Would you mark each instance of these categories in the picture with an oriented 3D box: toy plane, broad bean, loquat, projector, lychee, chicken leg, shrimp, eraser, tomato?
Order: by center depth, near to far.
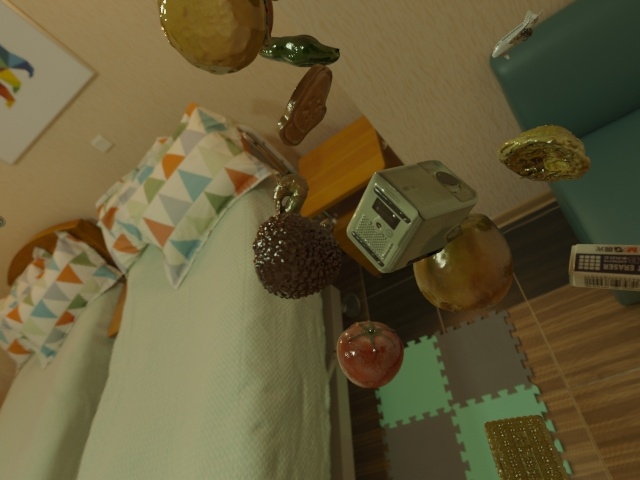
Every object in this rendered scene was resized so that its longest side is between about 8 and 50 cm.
[{"bbox_3d":[-0.055,-0.347,0.757,0.195,0.046,0.061,32,78,33],"label":"broad bean"},{"bbox_3d":[0.200,-0.059,0.893,0.163,0.243,0.177,51,137,27],"label":"projector"},{"bbox_3d":[0.396,0.062,1.189,0.276,0.276,0.283,-1,101,46],"label":"loquat"},{"bbox_3d":[-0.064,0.045,1.205,0.267,0.267,0.267,-27,42,28],"label":"lychee"},{"bbox_3d":[0.915,0.082,1.260,0.279,0.081,0.124,1,47,36],"label":"eraser"},{"bbox_3d":[0.615,-0.639,1.309,0.171,0.065,0.162,-51,-1,18],"label":"toy plane"},{"bbox_3d":[0.193,0.451,1.642,0.265,0.265,0.265,-27,42,28],"label":"tomato"},{"bbox_3d":[0.002,-0.006,1.737,0.196,0.080,0.125,103,-172,-50],"label":"chicken leg"},{"bbox_3d":[-0.145,-0.164,1.839,0.061,0.145,0.267,-128,56,-78],"label":"shrimp"}]

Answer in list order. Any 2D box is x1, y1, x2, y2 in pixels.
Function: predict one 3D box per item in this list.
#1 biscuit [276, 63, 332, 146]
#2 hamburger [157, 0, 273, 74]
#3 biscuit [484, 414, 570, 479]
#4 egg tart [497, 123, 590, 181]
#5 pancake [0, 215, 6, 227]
[{"bbox_3d":[-0.018,-0.220,0.697,0.023,0.118,0.140,34,107,16],"label":"biscuit"},{"bbox_3d":[-0.143,-0.318,0.587,0.162,0.162,0.115,-26,26,29],"label":"hamburger"},{"bbox_3d":[0.562,0.605,1.128,0.172,0.029,0.254,-12,43,8],"label":"biscuit"},{"bbox_3d":[0.623,-0.245,1.166,0.232,0.252,0.098,25,80,10],"label":"egg tart"},{"bbox_3d":[-0.739,-0.087,0.762,0.288,0.286,0.033,3,73,46],"label":"pancake"}]
